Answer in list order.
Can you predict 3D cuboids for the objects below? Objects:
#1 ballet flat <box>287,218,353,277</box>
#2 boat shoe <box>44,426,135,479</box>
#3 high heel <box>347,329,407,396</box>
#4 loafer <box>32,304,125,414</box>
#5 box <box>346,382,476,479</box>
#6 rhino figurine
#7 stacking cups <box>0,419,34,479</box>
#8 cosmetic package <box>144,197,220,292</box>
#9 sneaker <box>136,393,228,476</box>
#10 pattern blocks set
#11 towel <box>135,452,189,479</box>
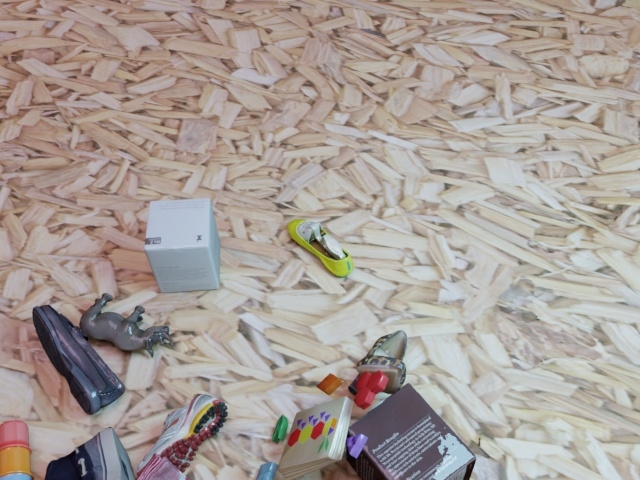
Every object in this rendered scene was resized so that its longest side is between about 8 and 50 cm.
[{"bbox_3d":[0.000,0.000,1.928,0.077,0.077,0.231,-34,58,-21],"label":"ballet flat"},{"bbox_3d":[-0.439,0.502,1.477,0.158,0.127,0.340,-27,21,-11],"label":"boat shoe"},{"bbox_3d":[0.157,0.237,1.633,0.093,0.261,0.186,43,65,0],"label":"high heel"},{"bbox_3d":[-0.554,0.261,1.751,0.095,0.109,0.302,-21,58,-37],"label":"loafer"},{"bbox_3d":[0.175,0.435,1.528,0.168,0.167,0.203,-31,57,-19],"label":"box"},{"bbox_3d":[-0.451,0.206,1.793,0.243,0.073,0.106,18,51,14],"label":"rhino figurine"},{"bbox_3d":[-0.624,0.513,1.547,0.096,0.096,0.316,-15,53,-9],"label":"stacking cups"},{"bbox_3d":[-0.330,0.013,1.865,0.151,0.184,0.151,-3,52,-1],"label":"cosmetic package"},{"bbox_3d":[-0.300,0.418,1.628,0.092,0.088,0.225,21,53,42],"label":"sneaker"},{"bbox_3d":[-0.006,0.389,1.522,0.026,0.324,0.285,38,57,-21],"label":"pattern blocks set"},{"bbox_3d":[-0.253,0.572,1.370,0.037,0.329,0.237,-7,40,47],"label":"towel"}]
